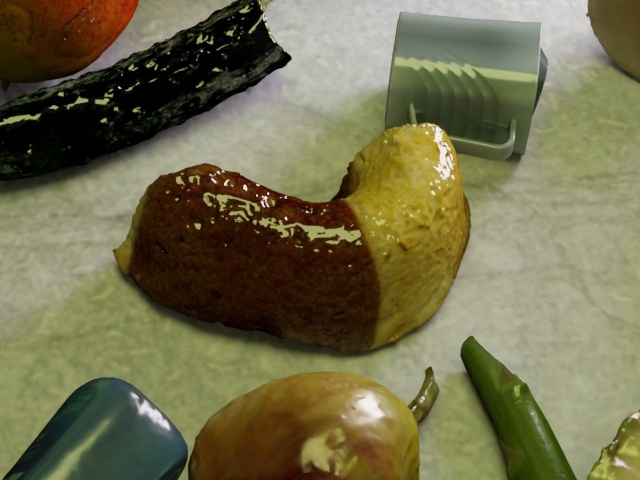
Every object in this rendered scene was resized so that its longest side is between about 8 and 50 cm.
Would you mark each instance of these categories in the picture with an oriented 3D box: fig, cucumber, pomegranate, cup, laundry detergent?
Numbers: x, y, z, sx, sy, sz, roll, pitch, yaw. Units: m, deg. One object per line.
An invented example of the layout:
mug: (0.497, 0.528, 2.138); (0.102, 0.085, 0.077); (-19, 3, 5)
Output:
fig: (0.019, 0.147, 1.299); (0.159, 0.159, 0.257); (31, 34, 19)
cucumber: (-0.159, -0.117, 1.528); (0.303, 0.081, 0.072); (-29, 15, -22)
pomegranate: (-0.254, -0.222, 1.526); (0.210, 0.210, 0.235); (33, 78, 21)
cup: (0.121, -0.121, 1.550); (0.130, 0.095, 0.128); (7, 52, 3)
laundry detergent: (-0.213, 0.213, 1.196); (0.094, 0.143, 0.290); (50, 55, -7)

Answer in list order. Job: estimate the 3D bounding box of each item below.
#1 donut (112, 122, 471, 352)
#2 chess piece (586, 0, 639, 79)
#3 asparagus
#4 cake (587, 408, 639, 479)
donut: (0.000, 0.000, 1.421); (0.295, 0.112, 0.151); (-13, 50, -15)
chess piece: (0.364, -0.250, 1.669); (0.143, 0.142, 0.261); (33, 48, 21)
asparagus: (0.149, 0.142, 1.363); (0.045, 0.041, 0.178); (-39, 51, 20)
cake: (0.303, 0.230, 1.182); (0.286, 0.227, 0.222); (30, 52, 18)
